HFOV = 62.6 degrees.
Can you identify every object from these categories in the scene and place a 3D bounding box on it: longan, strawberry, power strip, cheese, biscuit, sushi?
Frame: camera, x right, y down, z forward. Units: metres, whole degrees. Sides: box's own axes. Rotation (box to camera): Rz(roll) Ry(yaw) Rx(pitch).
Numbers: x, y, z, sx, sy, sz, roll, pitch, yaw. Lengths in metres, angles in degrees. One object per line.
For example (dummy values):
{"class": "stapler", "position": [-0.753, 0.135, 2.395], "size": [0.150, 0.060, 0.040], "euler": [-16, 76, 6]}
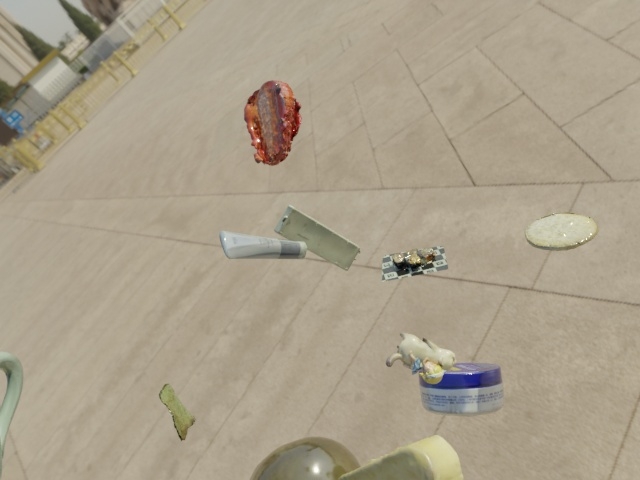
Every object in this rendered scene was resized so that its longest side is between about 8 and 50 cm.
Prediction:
{"class": "longan", "position": [-0.041, 0.718, 1.458], "size": [0.361, 0.361, 0.361], "euler": [-31, 31, 21]}
{"class": "strawberry", "position": [-0.094, -0.233, 1.074], "size": [0.121, 0.082, 0.188], "euler": [-18, 70, 38]}
{"class": "power strip", "position": [0.000, 0.000, 1.837], "size": [0.106, 0.367, 0.043], "euler": [-60, 35, 0]}
{"class": "cheese", "position": [0.168, 0.610, 1.181], "size": [0.384, 0.104, 0.384], "euler": [9, 102, 54]}
{"class": "biscuit", "position": [0.515, -0.022, 1.128], "size": [0.152, 0.020, 0.152], "euler": [-17, 25, 8]}
{"class": "sushi", "position": [0.296, 0.055, 1.694], "size": [0.210, 0.040, 0.193], "euler": [-11, 22, 12]}

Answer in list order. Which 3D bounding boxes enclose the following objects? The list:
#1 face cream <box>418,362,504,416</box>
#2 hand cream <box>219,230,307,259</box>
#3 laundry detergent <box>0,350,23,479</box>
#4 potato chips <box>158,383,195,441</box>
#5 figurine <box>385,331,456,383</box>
{"class": "face cream", "position": [0.354, 0.374, 1.325], "size": [0.206, 0.206, 0.111], "euler": [-11, 78, 43]}
{"class": "hand cream", "position": [-0.146, 0.018, 1.375], "size": [0.048, 0.255, 0.079], "euler": [-48, 52, 37]}
{"class": "laundry detergent", "position": [-0.560, 0.247, 0.796], "size": [0.105, 0.215, 0.280], "euler": [-4, 72, 27]}
{"class": "potato chips", "position": [-0.355, 0.422, 1.308], "size": [0.026, 0.142, 0.209], "euler": [-39, 39, -6]}
{"class": "figurine", "position": [0.131, 0.159, 0.684], "size": [0.083, 0.047, 0.050], "euler": [16, 48, 20]}
